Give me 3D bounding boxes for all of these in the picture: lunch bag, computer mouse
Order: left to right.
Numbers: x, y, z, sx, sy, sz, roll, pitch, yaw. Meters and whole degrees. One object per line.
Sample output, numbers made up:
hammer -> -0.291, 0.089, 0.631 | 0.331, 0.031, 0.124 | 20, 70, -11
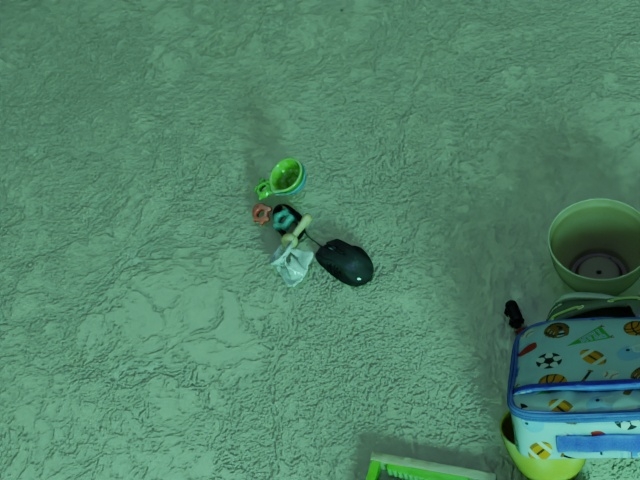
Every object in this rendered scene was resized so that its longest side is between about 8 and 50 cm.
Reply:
computer mouse -> 0.000, 0.000, 2.134 | 0.071, 0.041, 0.242 | -42, 56, -19
lunch bag -> 0.414, 0.206, 1.715 | 0.303, 0.115, 0.243 | -5, 27, 17

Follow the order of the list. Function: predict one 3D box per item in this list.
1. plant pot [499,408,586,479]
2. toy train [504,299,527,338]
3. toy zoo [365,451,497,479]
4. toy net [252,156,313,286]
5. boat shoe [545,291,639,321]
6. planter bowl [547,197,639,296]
plant pot -> 0.330, 0.301, 1.792 | 0.134, 0.095, 0.134 | -9, 26, 4
toy train -> 0.324, 0.158, 1.952 | 0.027, 0.036, 0.158 | -17, 52, -2
toy zoo -> 0.132, 0.452, 1.768 | 0.192, 0.030, 0.293 | 8, 55, 16
toy net -> -0.072, -0.027, 2.143 | 0.122, 0.045, 0.232 | -16, 58, 24
boat shoe -> 0.480, 0.128, 1.857 | 0.305, 0.109, 0.091 | -4, 20, 31
planter bowl -> 0.445, 0.029, 1.982 | 0.162, 0.109, 0.162 | -5, 52, 6
